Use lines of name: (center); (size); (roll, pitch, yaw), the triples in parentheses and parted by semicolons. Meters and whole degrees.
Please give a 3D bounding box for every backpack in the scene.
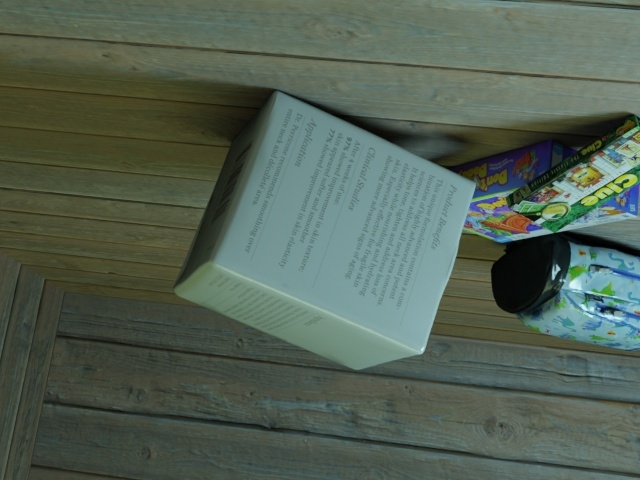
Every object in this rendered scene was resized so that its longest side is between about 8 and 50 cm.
backpack: (0.606, 0.115, 2.361); (0.356, 0.273, 0.290); (0, 162, -20)

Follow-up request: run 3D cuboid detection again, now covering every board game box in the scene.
board game box: (0.449, -0.104, 1.743); (0.136, 0.030, 0.260); (21, 137, -39)
board game box: (0.380, -0.083, 1.973); (0.233, 0.078, 0.347); (17, 163, -31)

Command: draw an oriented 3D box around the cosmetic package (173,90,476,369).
cosmetic package: (0.000, 0.000, 1.869); (0.394, 0.329, 0.327); (25, 161, -12)
